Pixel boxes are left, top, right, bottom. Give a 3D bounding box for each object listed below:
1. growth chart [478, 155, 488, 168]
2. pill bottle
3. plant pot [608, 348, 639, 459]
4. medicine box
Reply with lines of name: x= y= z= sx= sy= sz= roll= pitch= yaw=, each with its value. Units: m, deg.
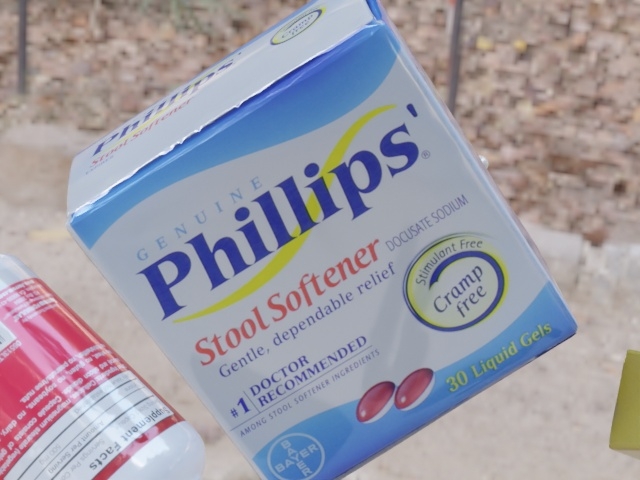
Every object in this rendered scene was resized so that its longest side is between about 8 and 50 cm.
growth chart: x=0.136 y=0.039 z=1.460 sx=0.021 sy=0.172 sz=0.237 roll=13 pitch=41 yaw=-18
pill bottle: x=-0.275 y=0.225 z=1.663 sx=0.407 sy=0.229 sz=0.229 roll=43 pitch=32 yaw=10
plant pot: x=0.288 y=0.136 z=1.211 sx=0.081 sy=0.081 sz=0.083 roll=23 pitch=-15 yaw=-39
medicine box: x=0.000 y=0.000 z=1.150 sx=0.263 sy=0.289 sz=0.149 roll=-32 pitch=23 yaw=8
